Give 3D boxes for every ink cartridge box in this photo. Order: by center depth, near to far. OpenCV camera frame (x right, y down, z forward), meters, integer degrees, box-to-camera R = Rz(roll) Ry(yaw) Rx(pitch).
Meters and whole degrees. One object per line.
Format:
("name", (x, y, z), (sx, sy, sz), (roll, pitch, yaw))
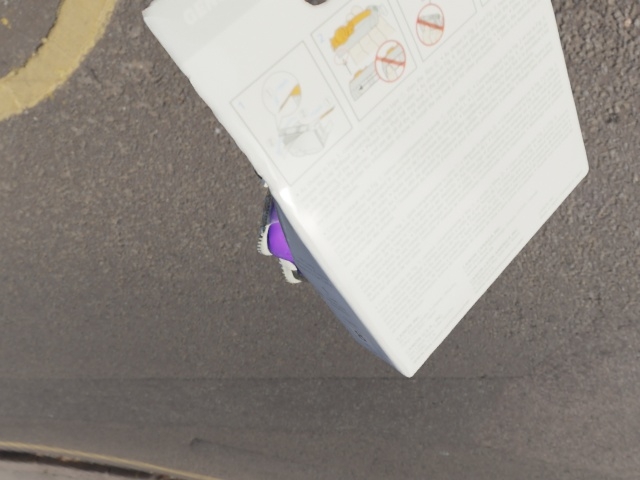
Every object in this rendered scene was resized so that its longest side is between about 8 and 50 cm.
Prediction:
("ink cartridge box", (0.077, -0.107, 0.451), (0.091, 0.308, 0.385), (28, 159, 53))

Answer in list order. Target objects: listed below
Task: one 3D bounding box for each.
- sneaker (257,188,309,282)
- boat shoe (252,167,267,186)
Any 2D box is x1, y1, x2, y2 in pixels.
("sneaker", (0.000, -0.001, 0.804), (0.146, 0.102, 0.293), (6, 163, 11))
("boat shoe", (-0.032, -0.233, 0.913), (0.091, 0.109, 0.305), (40, 108, 6))
